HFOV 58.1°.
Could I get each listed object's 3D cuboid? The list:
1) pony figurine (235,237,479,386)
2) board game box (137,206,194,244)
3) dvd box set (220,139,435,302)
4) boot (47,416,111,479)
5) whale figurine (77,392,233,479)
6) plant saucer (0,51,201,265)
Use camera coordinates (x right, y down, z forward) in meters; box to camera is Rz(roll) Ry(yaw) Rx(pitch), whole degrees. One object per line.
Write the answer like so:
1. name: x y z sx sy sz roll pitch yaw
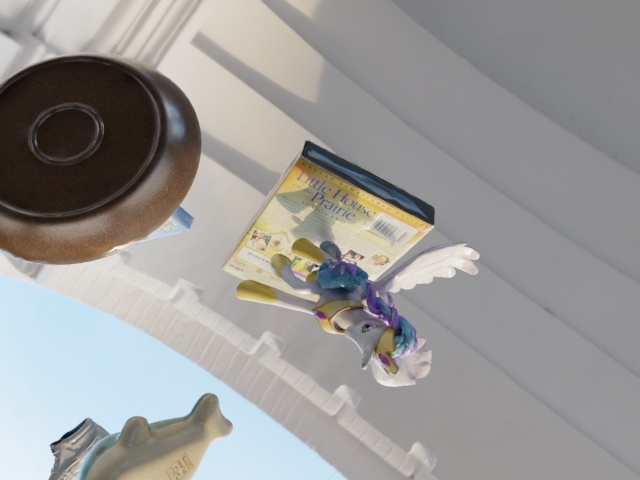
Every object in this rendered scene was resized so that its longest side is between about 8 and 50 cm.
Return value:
1. pony figurine: 0.082 0.118 1.051 0.364 0.351 0.302 27 -68 39
2. board game box: -0.395 -0.060 1.211 0.212 0.160 0.039 -11 -132 36
3. dvd box set: 0.000 0.000 1.251 0.420 0.308 0.062 -49 -159 45
4. boot: -0.686 0.588 1.543 0.258 0.095 0.123 -42 -71 -14
5. whale figurine: -0.288 0.372 1.002 0.272 0.216 0.141 -38 -146 -27
6. plant saucer: -0.307 -0.121 0.717 0.311 0.050 0.310 0 -112 -1
